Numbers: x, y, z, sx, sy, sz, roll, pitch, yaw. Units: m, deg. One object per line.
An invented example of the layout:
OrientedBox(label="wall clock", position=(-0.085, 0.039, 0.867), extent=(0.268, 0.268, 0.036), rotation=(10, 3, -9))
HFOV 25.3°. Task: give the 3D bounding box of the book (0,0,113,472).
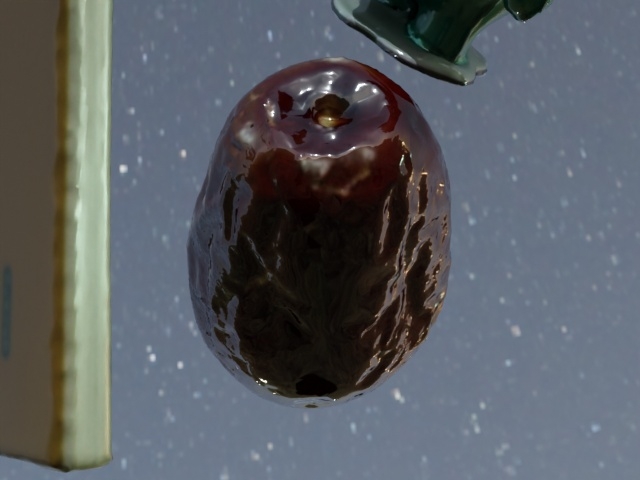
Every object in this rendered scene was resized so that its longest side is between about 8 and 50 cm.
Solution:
OrientedBox(label="book", position=(-0.161, -0.052, 0.451), extent=(0.295, 0.208, 0.020), rotation=(5, 5, 44))

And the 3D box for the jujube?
OrientedBox(label="jujube", position=(0.000, 0.000, 1.147), extent=(0.223, 0.223, 0.318), rotation=(-3, -36, -6))

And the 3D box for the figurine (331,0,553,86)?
OrientedBox(label="figurine", position=(0.160, -0.346, 1.421), extent=(0.231, 0.324, 0.340), rotation=(10, -61, -34))
